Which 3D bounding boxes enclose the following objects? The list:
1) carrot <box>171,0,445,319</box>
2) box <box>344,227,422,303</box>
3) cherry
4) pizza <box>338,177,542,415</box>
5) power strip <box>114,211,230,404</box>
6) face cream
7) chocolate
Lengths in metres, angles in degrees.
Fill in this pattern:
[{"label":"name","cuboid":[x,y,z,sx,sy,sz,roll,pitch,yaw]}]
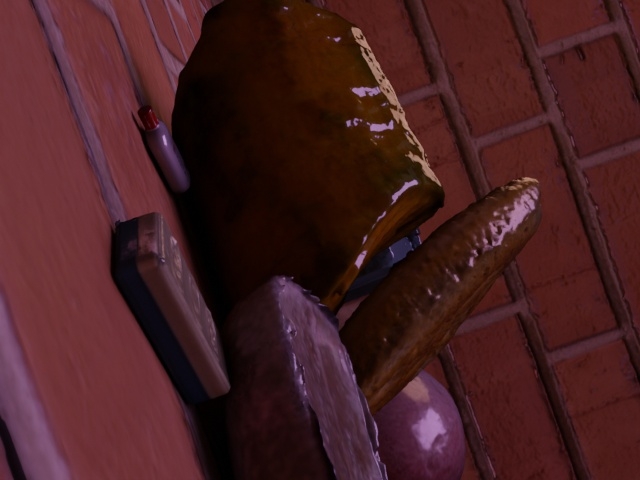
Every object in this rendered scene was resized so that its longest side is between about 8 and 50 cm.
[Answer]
[{"label":"carrot","cuboid":[-0.009,-0.049,0.899,0.241,0.241,0.341,66,3,-72]},{"label":"box","cuboid":[0.000,0.000,1.119,0.162,0.226,0.130,71,18,7]},{"label":"cherry","cuboid":[0.108,0.290,1.291,0.239,0.206,0.240,171,-90,-85]},{"label":"pizza","cuboid":[0.083,0.065,0.856,0.087,0.268,0.258,42,32,12]},{"label":"power strip","cuboid":[-0.091,0.045,0.575,0.056,0.032,0.123,-106,177,-54]},{"label":"face cream","cuboid":[-0.137,-0.081,0.794,0.040,0.021,0.083,-108,178,-49]},{"label":"chocolate","cuboid":[-0.006,0.179,0.641,0.185,0.100,0.303,57,13,-63]}]
